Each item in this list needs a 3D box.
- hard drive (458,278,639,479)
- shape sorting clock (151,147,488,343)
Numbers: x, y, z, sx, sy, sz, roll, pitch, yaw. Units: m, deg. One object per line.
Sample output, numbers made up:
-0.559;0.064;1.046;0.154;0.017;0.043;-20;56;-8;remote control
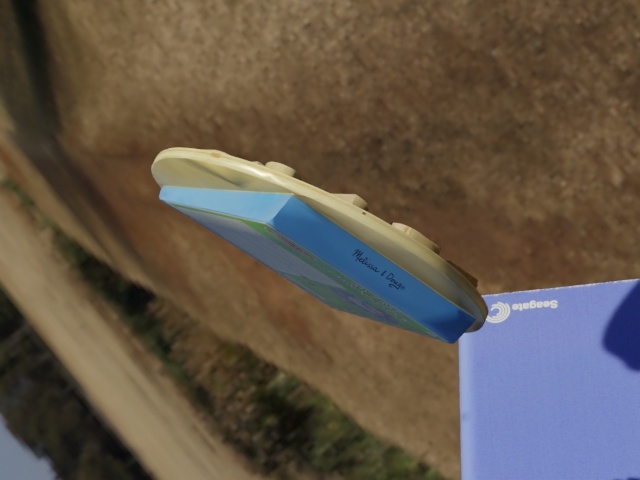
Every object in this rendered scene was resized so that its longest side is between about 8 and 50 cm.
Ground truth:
0.227;0.181;1.216;0.040;0.210;0.318;67;-159;-51;hard drive
0.000;0.000;0.791;0.206;0.040;0.206;27;171;5;shape sorting clock
